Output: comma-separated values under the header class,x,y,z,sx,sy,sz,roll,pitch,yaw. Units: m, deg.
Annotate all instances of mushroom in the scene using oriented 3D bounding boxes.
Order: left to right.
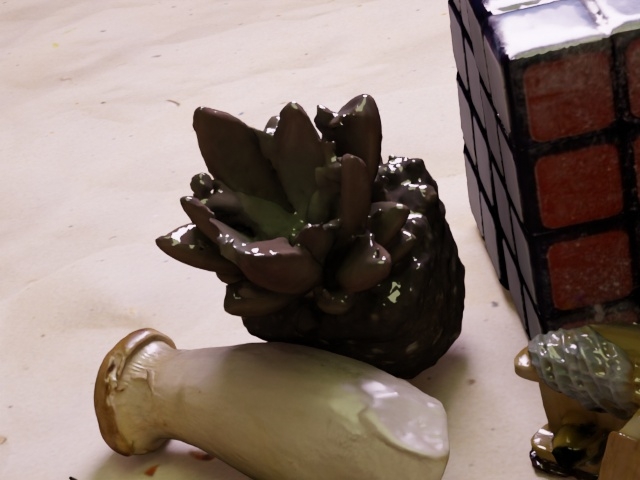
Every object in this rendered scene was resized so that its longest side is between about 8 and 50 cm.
class,x,y,z,sx,sy,sz,roll,pitch,yaw
mushroom,-0.038,0.145,1.360,0.350,0.128,0.128,7,35,33

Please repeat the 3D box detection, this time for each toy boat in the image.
class,x,y,z,sx,sy,sz,roll,pitch,yaw
toy boat,0.332,0.169,1.193,0.445,0.136,0.162,15,45,35

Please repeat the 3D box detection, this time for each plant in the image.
class,x,y,z,sx,sy,sz,roll,pitch,yaw
plant,0.000,0.000,1.383,0.194,0.320,0.181,-4,63,21

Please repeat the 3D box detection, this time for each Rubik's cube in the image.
class,x,y,z,sx,sy,sz,roll,pitch,yaw
Rubik's cube,0.309,-0.116,1.462,0.344,0.344,0.337,-10,31,0

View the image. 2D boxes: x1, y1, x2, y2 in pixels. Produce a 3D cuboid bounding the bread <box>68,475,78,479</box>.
class,x,y,z,sx,sy,sz,roll,pitch,yaw
bread,-0.135,0.234,1.267,0.266,0.178,0.142,-1,64,22
